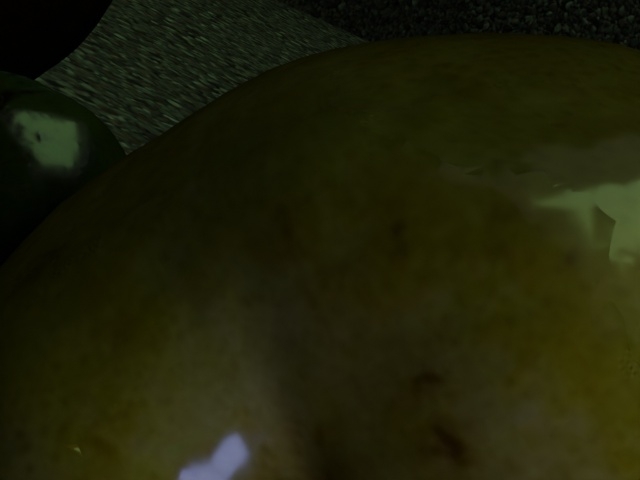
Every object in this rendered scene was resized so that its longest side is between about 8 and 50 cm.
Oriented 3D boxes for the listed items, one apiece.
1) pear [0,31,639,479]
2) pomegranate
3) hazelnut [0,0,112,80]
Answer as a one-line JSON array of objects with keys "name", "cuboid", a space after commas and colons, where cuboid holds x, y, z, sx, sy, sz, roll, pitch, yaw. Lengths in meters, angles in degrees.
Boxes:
[{"name": "pear", "cuboid": [0.035, 0.083, 0.448, 0.314, 0.314, 0.314, 27, 12, -6]}, {"name": "pomegranate", "cuboid": [-0.165, -0.021, 0.820, 0.152, 0.131, 0.191, 30, 4, 21]}, {"name": "hazelnut", "cuboid": [-0.306, -0.227, 0.846, 0.409, 0.359, 0.359, 18, 16, -47]}]
